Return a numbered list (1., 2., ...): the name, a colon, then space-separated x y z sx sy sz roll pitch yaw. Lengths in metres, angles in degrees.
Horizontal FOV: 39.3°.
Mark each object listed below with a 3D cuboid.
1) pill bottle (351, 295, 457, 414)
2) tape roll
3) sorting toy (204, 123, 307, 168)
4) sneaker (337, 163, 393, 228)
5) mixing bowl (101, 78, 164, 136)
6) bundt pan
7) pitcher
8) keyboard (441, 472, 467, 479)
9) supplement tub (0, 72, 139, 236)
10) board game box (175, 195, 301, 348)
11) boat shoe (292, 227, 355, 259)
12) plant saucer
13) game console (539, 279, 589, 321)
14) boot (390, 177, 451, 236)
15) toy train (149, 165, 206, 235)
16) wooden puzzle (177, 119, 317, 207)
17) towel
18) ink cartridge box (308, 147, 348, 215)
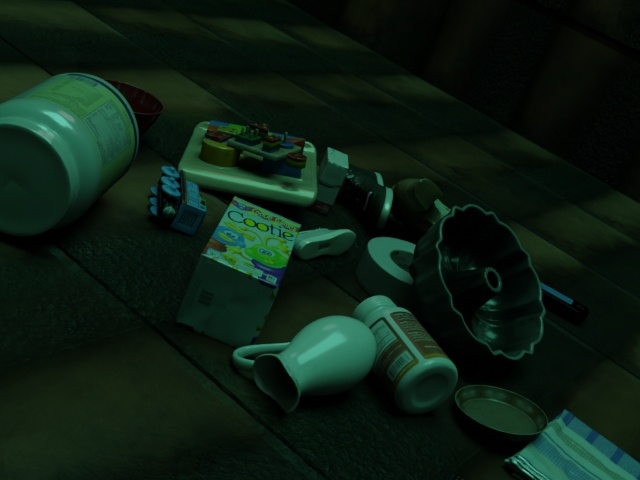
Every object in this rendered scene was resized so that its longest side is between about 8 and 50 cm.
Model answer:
1. pill bottle: 0.140 0.196 1.589 0.121 0.121 0.216 7 29 -33
2. tape roll: 0.189 0.080 1.940 0.219 0.072 0.219 19 24 -9
3. sorting toy: -0.135 -0.238 2.086 0.274 0.046 0.132 20 22 20
4. sneaker: 0.090 -0.116 2.232 0.146 0.105 0.296 16 19 -13
5. mixing bowl: -0.466 -0.294 2.088 0.181 0.098 0.181 19 24 -9
6. bundt pan: 0.305 0.101 1.812 0.330 0.124 0.331 23 53 -34
7. pitcher: -0.025 0.190 1.473 0.177 0.126 0.207 23 30 40
8. keyboard: 0.206 0.402 1.323 0.100 0.038 0.192 31 25 16
9. supplement tub: -0.484 -0.159 1.617 0.235 0.235 0.325 23 24 -2
10. board game box: -0.140 0.054 1.602 0.142 0.144 0.275 23 24 -3
11. boat shoe: 0.000 0.000 1.956 0.184 0.066 0.063 -16 45 -42
12. plant saucer: 0.319 0.311 1.596 0.168 0.029 0.168 11 19 -4
13. game console: 0.510 0.090 2.248 0.361 0.044 0.213 31 25 16
14. boot: 0.265 -0.025 2.195 0.283 0.109 0.220 52 -15 -8
15. toy train: -0.292 -0.085 1.844 0.105 0.080 0.184 25 20 -21
16. wooden puzzle: -0.162 -0.208 2.152 0.322 0.081 0.348 11 26 -5
17. towel: 0.461 0.401 1.564 0.209 0.034 0.285 36 26 24
18. ink cartridge box: 0.019 -0.143 2.170 0.056 0.135 0.099 20 24 -9
